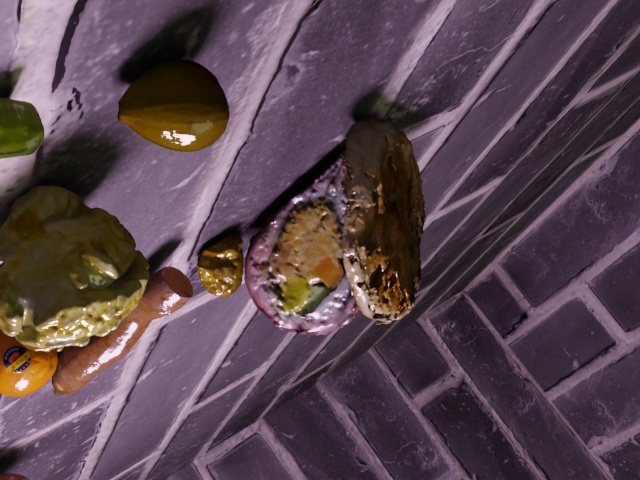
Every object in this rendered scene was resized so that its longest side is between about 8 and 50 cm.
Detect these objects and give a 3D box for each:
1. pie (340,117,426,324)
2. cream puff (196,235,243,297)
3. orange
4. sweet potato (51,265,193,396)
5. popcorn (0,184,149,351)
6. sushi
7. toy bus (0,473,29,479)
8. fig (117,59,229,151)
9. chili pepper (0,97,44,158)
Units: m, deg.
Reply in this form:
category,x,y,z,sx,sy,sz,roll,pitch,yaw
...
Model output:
category,x,y,z,sx,sy,sz,roll,pitch,yaw
pie,0.079,-0.029,1.156,0.055,0.274,0.274,-2,178,21
cream puff,-0.130,0.033,1.185,0.058,0.083,0.083,7,180,4
orange,-0.317,0.123,0.955,0.083,0.083,0.083,-34,166,-10
sweet potato,-0.267,0.124,1.130,0.281,0.059,0.067,-39,-158,22
popcorn,-0.219,0.035,0.791,0.135,0.141,0.162,6,116,-21
sushi,-0.019,0.002,1.205,0.161,0.241,0.107,0,-172,13
toy bus,-0.514,0.439,1.308,0.232,0.194,0.288,-46,165,3
fig,-0.118,-0.105,0.719,0.088,0.074,0.074,-5,153,-25
chili pepper,-0.245,-0.075,0.551,0.052,0.050,0.202,-57,165,12
